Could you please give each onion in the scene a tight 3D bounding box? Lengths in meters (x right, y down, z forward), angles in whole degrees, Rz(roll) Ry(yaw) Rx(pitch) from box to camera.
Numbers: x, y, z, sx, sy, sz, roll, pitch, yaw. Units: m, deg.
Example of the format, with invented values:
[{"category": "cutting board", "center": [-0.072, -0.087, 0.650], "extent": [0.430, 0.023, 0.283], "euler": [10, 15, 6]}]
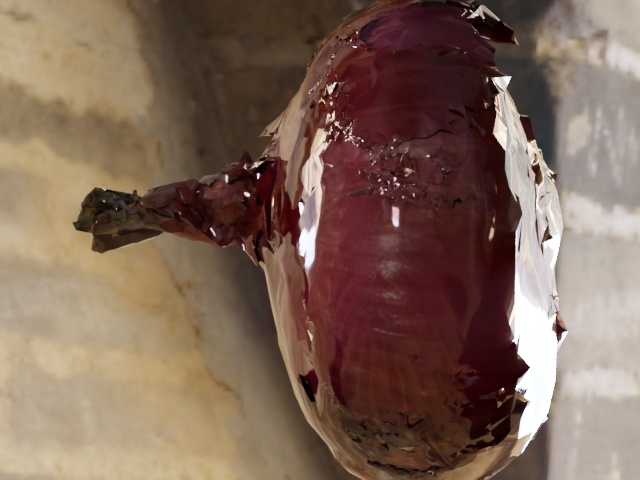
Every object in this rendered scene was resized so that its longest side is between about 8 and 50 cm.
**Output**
[{"category": "onion", "center": [0.000, 0.000, 0.401], "extent": [0.140, 0.150, 0.150], "euler": [-5, 180, 2]}]
